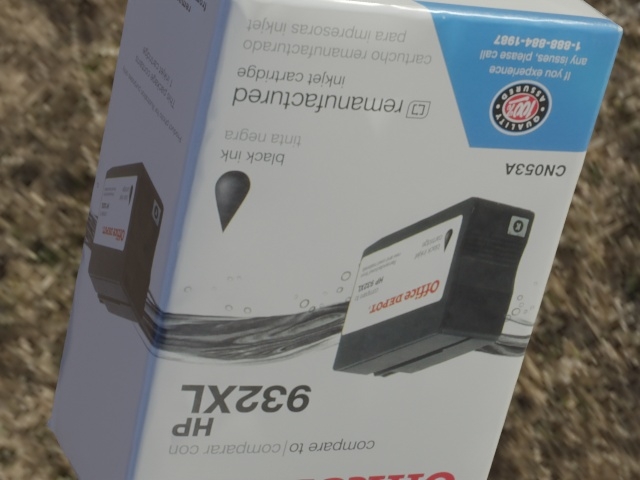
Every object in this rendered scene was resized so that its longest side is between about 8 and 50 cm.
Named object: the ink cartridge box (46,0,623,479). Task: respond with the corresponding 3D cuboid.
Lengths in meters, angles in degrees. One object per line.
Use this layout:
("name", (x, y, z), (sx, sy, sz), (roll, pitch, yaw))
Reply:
("ink cartridge box", (0.000, 0.000, 0.944), (0.129, 0.223, 0.307), (49, 131, 53))
